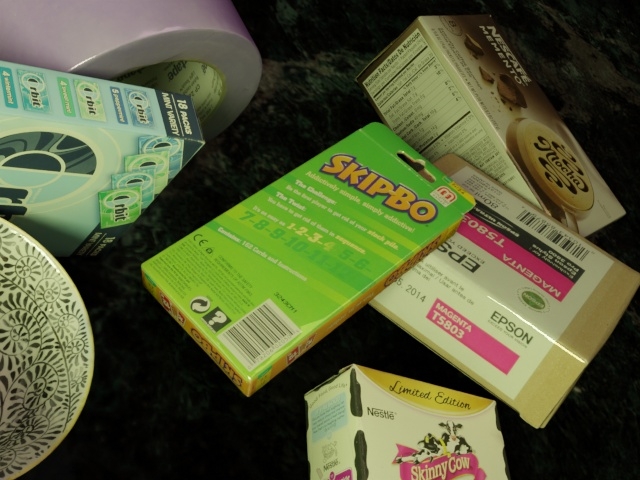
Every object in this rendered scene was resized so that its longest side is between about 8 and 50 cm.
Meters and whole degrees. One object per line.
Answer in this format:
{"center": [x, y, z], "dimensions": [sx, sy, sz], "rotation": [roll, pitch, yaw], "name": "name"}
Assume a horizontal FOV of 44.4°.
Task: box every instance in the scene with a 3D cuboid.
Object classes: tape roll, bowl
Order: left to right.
{"center": [-0.220, 0.067, 0.429], "dimensions": [0.170, 0.080, 0.170], "rotation": [23, 47, -27], "name": "bowl"}
{"center": [-0.142, -0.119, 0.556], "dimensions": [0.189, 0.189, 0.080], "rotation": [-13, 71, -47], "name": "tape roll"}

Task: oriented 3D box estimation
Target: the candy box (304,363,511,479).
{"center": [0.076, 0.224, 0.585], "dimensions": [0.159, 0.071, 0.233], "rotation": [19, 49, -31], "name": "candy box"}

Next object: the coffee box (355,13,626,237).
{"center": [0.196, -0.110, 0.910], "dimensions": [0.168, 0.119, 0.297], "rotation": [-19, 74, -47], "name": "coffee box"}

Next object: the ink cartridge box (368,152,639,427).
{"center": [0.158, 0.032, 0.736], "dimensions": [0.235, 0.088, 0.193], "rotation": [36, 36, 17], "name": "ink cartridge box"}

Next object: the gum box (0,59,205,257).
{"center": [-0.191, -0.042, 0.479], "dimensions": [0.184, 0.157, 0.041], "rotation": [2, 60, -42], "name": "gum box"}

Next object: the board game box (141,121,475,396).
{"center": [0.000, 0.000, 0.625], "dimensions": [0.259, 0.039, 0.124], "rotation": [-36, 67, -28], "name": "board game box"}
